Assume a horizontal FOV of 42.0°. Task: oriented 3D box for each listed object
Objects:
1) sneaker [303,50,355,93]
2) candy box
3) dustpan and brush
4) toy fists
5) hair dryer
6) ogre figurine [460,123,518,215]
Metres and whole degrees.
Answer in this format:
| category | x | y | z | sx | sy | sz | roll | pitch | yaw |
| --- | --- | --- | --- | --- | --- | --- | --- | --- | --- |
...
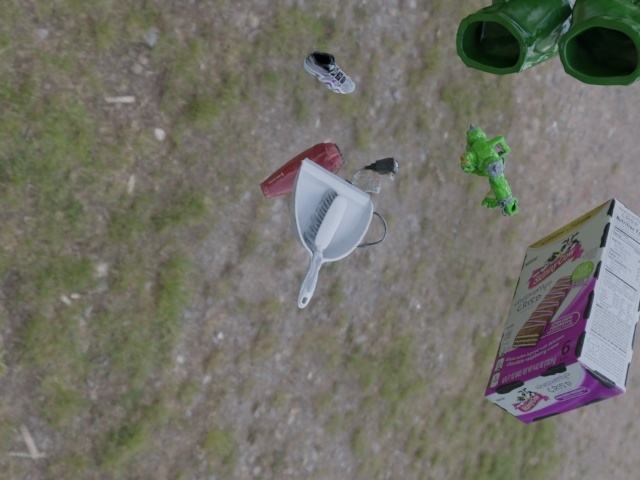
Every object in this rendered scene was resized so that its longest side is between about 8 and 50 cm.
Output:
| category | x | y | z | sx | sy | sz | roll | pitch | yaw |
| --- | --- | --- | --- | --- | --- | --- | --- | --- | --- |
| sneaker | 0.020 | -0.280 | 1.379 | 0.038 | 0.098 | 0.069 | -65 | -169 | -12 |
| candy box | 0.290 | 0.081 | 0.967 | 0.159 | 0.071 | 0.234 | -40 | -161 | 53 |
| dustpan and brush | 0.000 | 0.000 | 1.253 | 0.147 | 0.060 | 0.211 | 28 | 82 | -30 |
| toy fists | 0.302 | -0.253 | 0.987 | 0.142 | 0.279 | 0.096 | -27 | 119 | -36 |
| hair dryer | 0.011 | -0.110 | 1.760 | 0.080 | 0.293 | 0.224 | 73 | 29 | -56 |
| ogre figurine | 0.328 | -0.149 | 1.634 | 0.118 | 0.096 | 0.197 | 61 | 27 | -46 |
